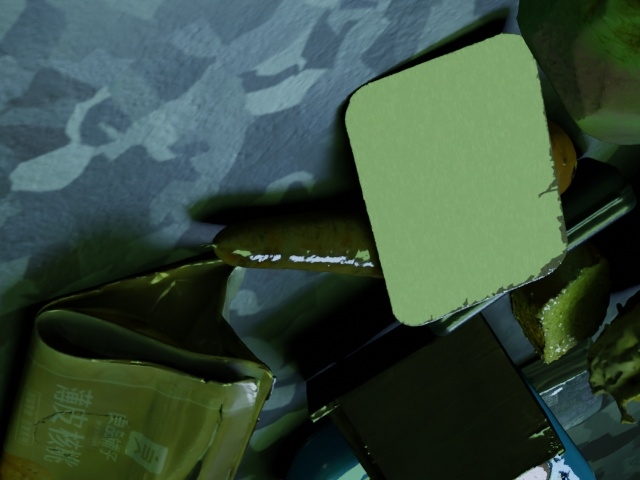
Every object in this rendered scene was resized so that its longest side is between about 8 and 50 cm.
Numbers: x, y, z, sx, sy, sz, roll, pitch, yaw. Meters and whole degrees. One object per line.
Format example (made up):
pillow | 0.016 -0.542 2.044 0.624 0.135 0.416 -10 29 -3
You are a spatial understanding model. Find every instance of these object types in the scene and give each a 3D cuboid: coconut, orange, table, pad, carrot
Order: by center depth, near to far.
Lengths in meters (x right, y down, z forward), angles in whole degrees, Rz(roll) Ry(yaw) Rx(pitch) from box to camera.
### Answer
coconut | 0.269 -0.177 1.541 0.236 0.236 0.204 -35 150 3
pad | 0.123 -0.049 1.712 0.176 0.002 0.266 -22 127 -9
carrot | 0.000 0.000 1.730 0.298 0.078 0.078 0 138 -42
orange | 0.193 -0.073 1.802 0.083 0.083 0.083 -26 152 -15
table | 0.109 0.172 1.959 0.193 0.169 0.172 -33 -172 3

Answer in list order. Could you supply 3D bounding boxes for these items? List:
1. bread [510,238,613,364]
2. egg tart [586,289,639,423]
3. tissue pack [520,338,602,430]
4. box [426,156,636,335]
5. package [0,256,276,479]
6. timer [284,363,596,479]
bread | 0.261 0.061 2.114 0.103 0.065 0.187 -32 157 -5
egg tart | 0.450 0.055 2.106 0.388 0.169 0.388 -46 175 -5
tissue pack | 0.282 0.182 2.352 0.112 0.051 0.156 -27 153 -7
box | 0.186 0.003 1.868 0.230 0.050 0.160 -34 -173 1
package | -0.154 0.181 1.750 0.221 0.165 0.311 -16 148 -30
timer | 0.133 0.282 2.181 0.309 0.115 0.340 -36 127 2
